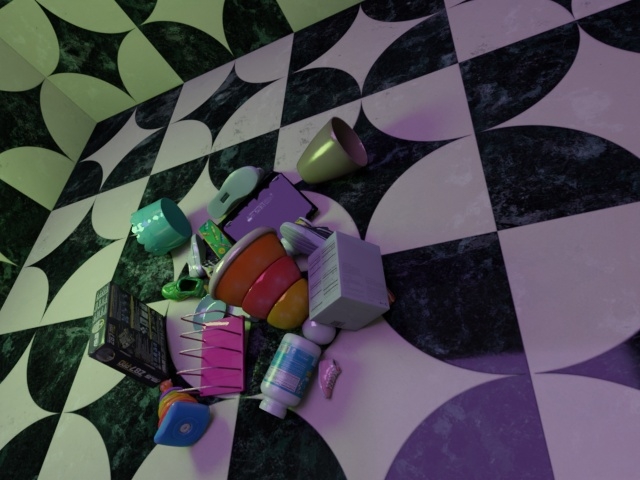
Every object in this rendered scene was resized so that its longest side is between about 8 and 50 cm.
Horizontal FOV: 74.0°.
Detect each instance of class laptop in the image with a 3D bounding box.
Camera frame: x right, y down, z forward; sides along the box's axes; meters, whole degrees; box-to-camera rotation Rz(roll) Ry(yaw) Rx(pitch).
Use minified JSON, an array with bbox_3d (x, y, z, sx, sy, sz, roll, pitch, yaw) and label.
[{"bbox_3d":[-0.262,-0.121,2.049,0.382,0.236,0.408,-45,74,-2],"label":"laptop"}]

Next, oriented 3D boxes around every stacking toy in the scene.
[{"bbox_3d":[-0.139,0.211,1.579,0.480,0.350,0.350,40,82,11],"label":"stacking toy"},{"bbox_3d":[-0.561,0.630,1.633,0.302,0.166,0.175,26,89,53],"label":"stacking toy"}]

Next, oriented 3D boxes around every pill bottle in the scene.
[{"bbox_3d":[-0.105,-0.003,1.827,0.103,0.103,0.184,28,75,41],"label":"pill bottle"},{"bbox_3d":[-0.111,0.467,1.465,0.146,0.146,0.264,11,65,36],"label":"pill bottle"}]

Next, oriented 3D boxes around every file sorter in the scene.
[{"bbox_3d":[-0.420,0.428,1.615,0.202,0.182,0.290,-15,64,21],"label":"file sorter"}]

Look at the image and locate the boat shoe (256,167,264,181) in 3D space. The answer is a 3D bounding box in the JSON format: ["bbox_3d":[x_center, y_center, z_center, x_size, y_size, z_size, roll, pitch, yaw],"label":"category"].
[{"bbox_3d":[-0.395,-0.315,2.243,0.219,0.078,0.070,-39,48,3],"label":"boat shoe"}]

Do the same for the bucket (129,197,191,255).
[{"bbox_3d":[-0.817,-0.074,2.199,0.183,0.281,0.281,-29,48,8],"label":"bucket"}]

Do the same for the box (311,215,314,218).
[{"bbox_3d":[-0.072,-0.117,1.947,0.083,0.018,0.067,-27,48,11],"label":"box"}]

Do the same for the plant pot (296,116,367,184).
[{"bbox_3d":[0.030,-0.378,1.945,0.274,0.256,0.256,-32,45,29],"label":"plant pot"}]

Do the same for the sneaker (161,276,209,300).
[{"bbox_3d":[-0.630,0.212,1.974,0.296,0.123,0.109,-7,56,28],"label":"sneaker"}]

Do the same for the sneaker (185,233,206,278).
[{"bbox_3d":[-0.619,0.076,2.084,0.091,0.094,0.258,-25,49,8],"label":"sneaker"}]

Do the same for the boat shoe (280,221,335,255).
[{"bbox_3d":[0.000,0.000,1.726,0.335,0.121,0.119,26,52,11],"label":"boat shoe"}]

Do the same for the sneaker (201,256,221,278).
[{"bbox_3d":[-0.471,0.158,1.933,0.107,0.118,0.279,-18,24,-15],"label":"sneaker"}]

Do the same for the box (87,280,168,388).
[{"bbox_3d":[-0.790,0.387,1.774,0.097,0.318,0.395,-37,38,3],"label":"box"}]

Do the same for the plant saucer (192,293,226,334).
[{"bbox_3d":[-0.475,0.321,1.854,0.195,0.037,0.194,-19,52,26],"label":"plant saucer"}]

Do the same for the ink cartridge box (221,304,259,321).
[{"bbox_3d":[-0.311,0.250,1.821,0.232,0.066,0.189,-11,50,51],"label":"ink cartridge box"}]

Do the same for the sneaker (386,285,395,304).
[{"bbox_3d":[0.206,0.168,1.548,0.067,0.064,0.175,-40,43,14],"label":"sneaker"}]

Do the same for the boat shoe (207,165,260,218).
[{"bbox_3d":[-0.411,-0.252,2.138,0.367,0.136,0.156,-42,4,29],"label":"boat shoe"}]

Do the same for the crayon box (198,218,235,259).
[{"bbox_3d":[-0.438,0.031,1.960,0.081,0.165,0.278,-45,48,-5],"label":"crayon box"}]

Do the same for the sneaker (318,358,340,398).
[{"bbox_3d":[0.033,0.464,1.444,0.070,0.051,0.134,-24,45,21],"label":"sneaker"}]

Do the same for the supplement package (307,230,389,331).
[{"bbox_3d":[0.090,0.146,1.495,0.198,0.199,0.262,-45,37,41],"label":"supplement package"}]
